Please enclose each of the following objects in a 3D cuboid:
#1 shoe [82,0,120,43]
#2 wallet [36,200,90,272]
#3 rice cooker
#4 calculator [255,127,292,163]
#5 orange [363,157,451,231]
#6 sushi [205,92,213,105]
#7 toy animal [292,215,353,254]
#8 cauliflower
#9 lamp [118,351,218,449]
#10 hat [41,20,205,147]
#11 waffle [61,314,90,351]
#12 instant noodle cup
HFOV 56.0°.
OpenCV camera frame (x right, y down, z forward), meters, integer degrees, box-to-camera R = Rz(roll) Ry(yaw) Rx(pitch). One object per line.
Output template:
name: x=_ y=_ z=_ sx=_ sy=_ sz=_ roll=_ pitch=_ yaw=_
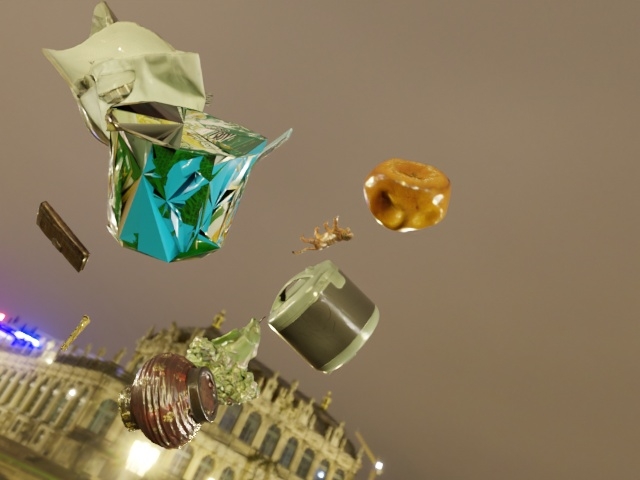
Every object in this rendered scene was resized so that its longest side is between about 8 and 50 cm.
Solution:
shoe: x=-0.528 y=-0.479 z=1.480 sx=0.098 sy=0.274 sz=0.103 roll=-18 pitch=-33 yaw=0
wallet: x=-0.833 y=-0.011 z=1.944 sx=0.230 sy=0.042 sz=0.124 roll=47 pitch=-42 yaw=4
rice cooker: x=0.002 y=0.220 z=1.796 sx=0.277 sy=0.288 sz=0.288 roll=44 pitch=-28 yaw=-3
calculator: x=-0.147 y=-0.263 z=1.727 sx=0.172 sy=0.057 sz=0.018 roll=-31 pitch=-65 yaw=34
orange: x=0.249 y=-0.125 z=1.709 sx=0.249 sy=0.249 sz=0.183 roll=19 pitch=-59 yaw=13
sushi: x=-0.499 y=-0.493 z=2.146 sx=0.220 sy=0.231 sz=0.047 roll=5 pitch=-66 yaw=-9
toy animal: x=0.000 y=0.000 z=2.458 sx=0.116 sy=0.255 sz=0.114 roll=62 pitch=-8 yaw=0
cauliflower: x=-0.268 y=0.355 z=1.817 sx=0.256 sy=0.315 sz=0.239 roll=40 pitch=5 yaw=-15
lamp: x=-0.386 y=0.405 z=1.525 sx=0.247 sy=0.246 sz=0.247 roll=20 pitch=-27 yaw=11
hat: x=-0.399 y=-0.297 z=1.179 sx=0.301 sy=0.258 sz=0.168 roll=37 pitch=-40 yaw=24
waffle: x=-0.932 y=0.352 z=2.280 sx=0.023 sy=0.152 sz=0.097 roll=38 pitch=-21 yaw=-3
instant noodle cup: x=-0.215 y=-0.090 z=0.909 sx=0.240 sy=0.240 sz=0.178 roll=20 pitch=-68 yaw=11
